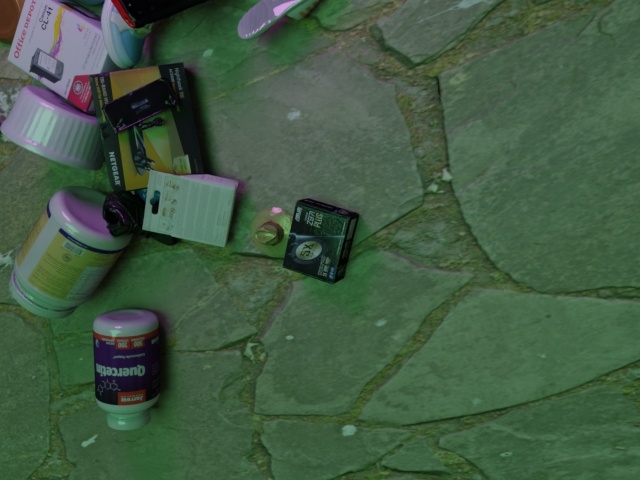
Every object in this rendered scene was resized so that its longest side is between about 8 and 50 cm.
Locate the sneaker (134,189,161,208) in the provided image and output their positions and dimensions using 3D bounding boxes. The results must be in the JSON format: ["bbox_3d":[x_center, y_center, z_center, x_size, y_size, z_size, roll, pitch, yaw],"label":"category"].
[{"bbox_3d":[-0.448,-0.123,1.882,0.152,0.058,0.084,15,118,7],"label":"sneaker"}]

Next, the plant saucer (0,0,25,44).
[{"bbox_3d":[-0.923,-0.668,1.960,0.200,0.037,0.199,7,116,15],"label":"plant saucer"}]

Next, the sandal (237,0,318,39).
[{"bbox_3d":[-0.082,-0.568,1.641,0.265,0.076,0.102,-33,63,13],"label":"sandal"}]

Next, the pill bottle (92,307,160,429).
[{"bbox_3d":[-0.554,0.367,1.942,0.182,0.181,0.322,5,101,21],"label":"pill bottle"}]

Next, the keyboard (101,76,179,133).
[{"bbox_3d":[-0.450,-0.330,1.720,0.180,0.023,0.108,-28,92,-7],"label":"keyboard"}]

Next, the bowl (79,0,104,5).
[{"bbox_3d":[-0.659,-0.784,1.755,0.312,0.163,0.311,6,100,36],"label":"bowl"}]

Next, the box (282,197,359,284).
[{"bbox_3d":[0.000,0.000,1.708,0.148,0.077,0.180,19,106,19],"label":"box"}]

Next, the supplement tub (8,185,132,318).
[{"bbox_3d":[-0.710,0.037,1.915,0.241,0.241,0.331,44,112,10],"label":"supplement tub"}]

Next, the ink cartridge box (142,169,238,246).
[{"bbox_3d":[-0.343,-0.091,1.787,0.225,0.056,0.180,13,115,-4],"label":"ink cartridge box"}]

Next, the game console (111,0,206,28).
[{"bbox_3d":[-0.368,-0.707,1.613,0.342,0.387,0.060,58,157,0],"label":"game console"}]

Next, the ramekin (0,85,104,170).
[{"bbox_3d":[-0.705,-0.309,1.840,0.277,0.277,0.135,29,102,15],"label":"ramekin"}]

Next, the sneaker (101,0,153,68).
[{"bbox_3d":[-0.428,-0.586,1.697,0.208,0.127,0.318,12,105,20],"label":"sneaker"}]

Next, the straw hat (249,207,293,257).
[{"bbox_3d":[-0.135,-0.016,1.770,0.145,0.061,0.144,4,100,22],"label":"straw hat"}]

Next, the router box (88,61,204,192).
[{"bbox_3d":[-0.451,-0.293,1.775,0.243,0.081,0.308,-11,96,-10],"label":"router box"}]

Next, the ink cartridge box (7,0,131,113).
[{"bbox_3d":[-0.681,-0.520,1.865,0.306,0.131,0.226,32,110,12],"label":"ink cartridge box"}]

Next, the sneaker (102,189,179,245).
[{"bbox_3d":[-0.495,-0.036,1.838,0.227,0.130,0.087,40,130,-22],"label":"sneaker"}]
